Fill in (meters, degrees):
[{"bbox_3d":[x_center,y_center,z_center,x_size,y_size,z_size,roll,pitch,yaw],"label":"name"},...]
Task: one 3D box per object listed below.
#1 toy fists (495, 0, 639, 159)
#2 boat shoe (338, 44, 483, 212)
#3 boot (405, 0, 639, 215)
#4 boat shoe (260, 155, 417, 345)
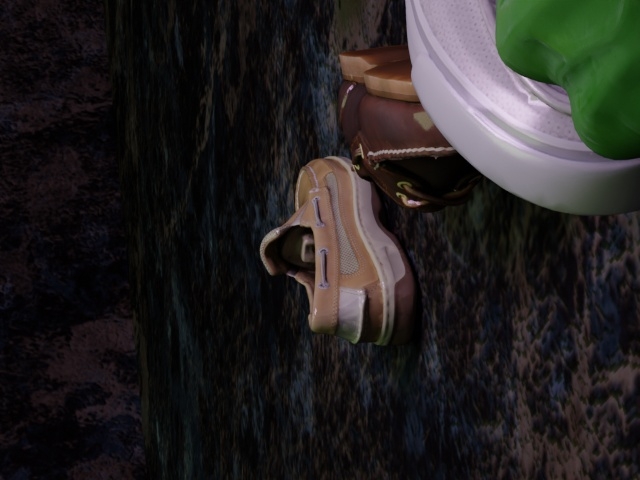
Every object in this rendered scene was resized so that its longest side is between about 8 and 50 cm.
[{"bbox_3d":[0.094,-0.162,0.464,0.142,0.096,0.279,-26,67,60],"label":"toy fists"},{"bbox_3d":[0.050,-0.049,0.765,0.207,0.073,0.073,-123,30,-81],"label":"boat shoe"},{"bbox_3d":[0.069,-0.135,0.576,0.123,0.095,0.258,90,171,-45],"label":"boot"},{"bbox_3d":[0.000,0.000,0.998,0.190,0.072,0.068,-119,28,-65],"label":"boat shoe"}]
